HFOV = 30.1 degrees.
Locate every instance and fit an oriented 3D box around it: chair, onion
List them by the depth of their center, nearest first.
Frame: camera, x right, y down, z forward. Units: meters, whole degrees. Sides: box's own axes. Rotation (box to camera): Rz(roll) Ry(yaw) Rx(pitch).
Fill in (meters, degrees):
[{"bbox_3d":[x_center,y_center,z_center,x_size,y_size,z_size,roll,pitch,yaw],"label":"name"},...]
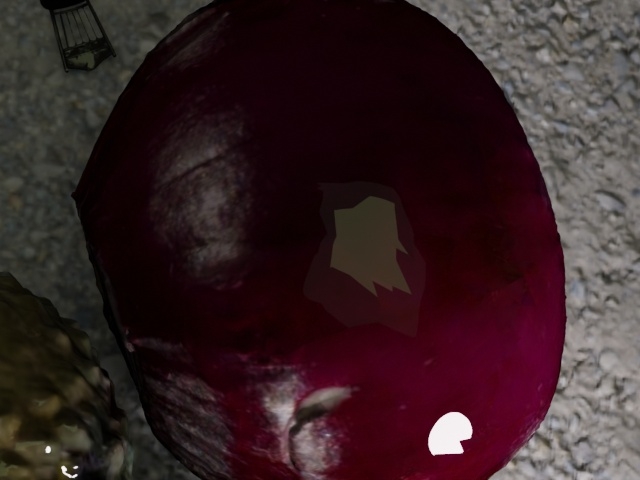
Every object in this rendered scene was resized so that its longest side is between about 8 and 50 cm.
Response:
[{"bbox_3d":[0.000,0.000,0.684,0.282,0.260,0.336,-6,83,-9],"label":"onion"},{"bbox_3d":[-0.164,-0.157,0.778,0.037,0.042,0.086,-20,85,-11],"label":"chair"}]

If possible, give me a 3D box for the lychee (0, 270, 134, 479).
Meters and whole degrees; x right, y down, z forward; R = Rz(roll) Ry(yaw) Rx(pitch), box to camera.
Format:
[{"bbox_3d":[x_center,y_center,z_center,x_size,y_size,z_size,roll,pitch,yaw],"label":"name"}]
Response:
[{"bbox_3d":[-0.219,0.133,0.607,0.274,0.255,0.255,16,77,-17],"label":"lychee"}]
